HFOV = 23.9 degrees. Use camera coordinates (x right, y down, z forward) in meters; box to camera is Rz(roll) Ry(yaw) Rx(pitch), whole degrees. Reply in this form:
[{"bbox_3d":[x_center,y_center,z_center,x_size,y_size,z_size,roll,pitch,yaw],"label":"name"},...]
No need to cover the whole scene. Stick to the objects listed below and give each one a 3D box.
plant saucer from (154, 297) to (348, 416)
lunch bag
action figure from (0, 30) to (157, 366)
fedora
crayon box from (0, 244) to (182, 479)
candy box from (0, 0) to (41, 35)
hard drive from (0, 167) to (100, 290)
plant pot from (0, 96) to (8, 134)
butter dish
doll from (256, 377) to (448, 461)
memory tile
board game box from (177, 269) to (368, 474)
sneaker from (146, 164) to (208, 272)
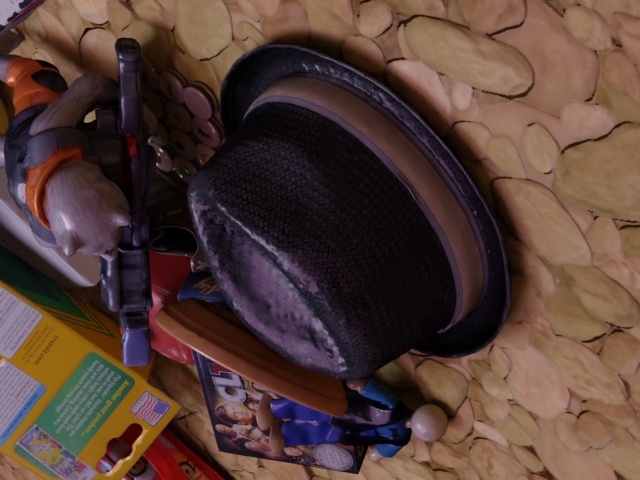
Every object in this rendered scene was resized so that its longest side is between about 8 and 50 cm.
[{"bbox_3d":[-0.060,0.104,1.418,0.200,0.037,0.200,28,179,0],"label":"plant saucer"},{"bbox_3d":[-0.242,0.316,2.002,0.293,0.120,0.258,41,148,12],"label":"lunch bag"},{"bbox_3d":[-0.262,-0.037,1.503,0.330,0.178,0.341,-146,51,-61],"label":"action figure"},{"bbox_3d":[0.000,0.000,1.309,0.334,0.152,0.334,31,145,25],"label":"fedora"},{"bbox_3d":[-0.348,0.161,1.844,0.323,0.083,0.203,36,112,-10],"label":"crayon box"},{"bbox_3d":[-0.321,-0.293,1.457,0.159,0.071,0.233,53,149,-9],"label":"candy box"},{"bbox_3d":[-0.410,-0.009,1.890,0.203,0.040,0.307,47,152,-21],"label":"hard drive"},{"bbox_3d":[-0.409,-0.141,1.704,0.134,0.134,0.095,11,164,46],"label":"plant pot"},{"bbox_3d":[-0.166,0.071,1.632,0.160,0.118,0.160,29,145,28],"label":"butter dish"},{"bbox_3d":[0.037,0.183,1.520,0.189,0.046,0.129,-5,133,21],"label":"doll"},{"bbox_3d":[-0.138,-0.109,1.494,0.113,0.012,0.148,29,144,28],"label":"memory tile"},{"bbox_3d":[-0.046,0.140,1.577,0.165,0.042,0.243,7,134,18],"label":"board game box"},{"bbox_3d":[-0.168,-0.028,1.565,0.188,0.071,0.066,25,142,32],"label":"sneaker"}]
